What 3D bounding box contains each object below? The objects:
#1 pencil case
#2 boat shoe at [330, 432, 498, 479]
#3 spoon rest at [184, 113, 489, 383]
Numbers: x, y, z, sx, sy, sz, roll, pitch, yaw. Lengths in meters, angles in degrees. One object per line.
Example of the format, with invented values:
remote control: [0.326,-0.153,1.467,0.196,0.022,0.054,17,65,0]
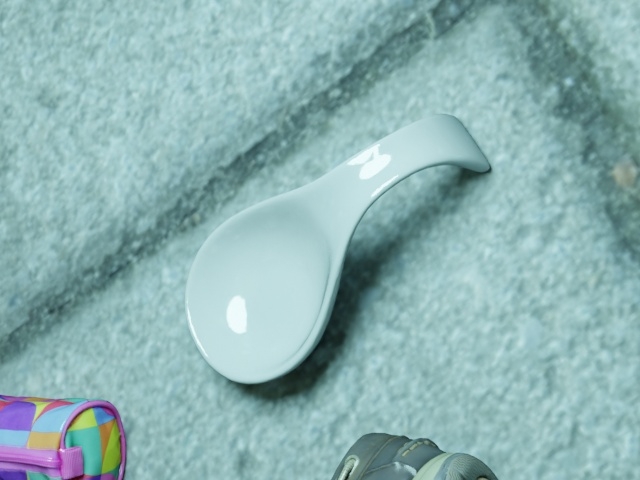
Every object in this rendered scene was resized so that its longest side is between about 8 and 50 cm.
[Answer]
pencil case: [-0.279,0.173,1.646,0.236,0.104,0.104,-1,80,28]
boat shoe: [0.008,0.305,1.455,0.130,0.132,0.355,27,85,40]
spoon rest: [0.000,0.000,1.532,0.276,0.084,0.137,-41,63,16]
